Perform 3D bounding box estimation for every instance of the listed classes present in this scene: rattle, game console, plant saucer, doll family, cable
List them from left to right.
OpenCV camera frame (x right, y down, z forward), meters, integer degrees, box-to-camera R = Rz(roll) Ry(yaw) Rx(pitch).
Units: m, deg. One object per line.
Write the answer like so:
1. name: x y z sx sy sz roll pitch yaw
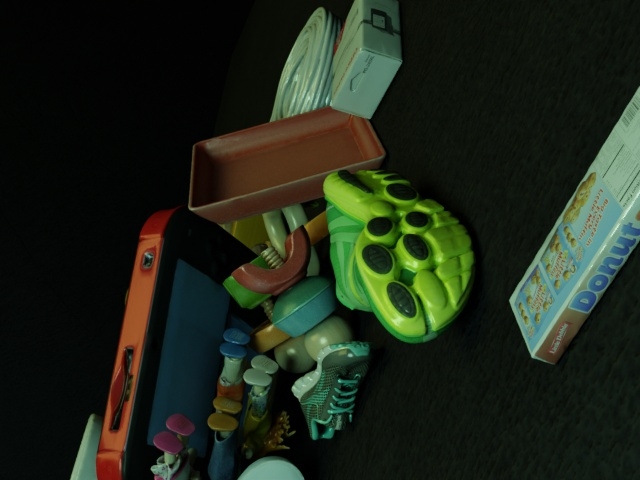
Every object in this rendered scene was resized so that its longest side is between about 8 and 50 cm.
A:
1. game console: -0.152 0.176 1.155 0.342 0.060 0.387 38 -126 -56
2. doll family: -0.105 0.244 1.026 0.263 0.118 0.163 -56 -22 -52
3. plant saucer: -0.049 -0.107 1.190 0.259 0.258 0.048 -105 -1 -63
4. cable: -0.011 -0.252 1.436 0.257 0.089 0.257 125 157 -51
5. rattle: 0.000 0.000 1.241 0.130 0.142 0.200 -45 68 49

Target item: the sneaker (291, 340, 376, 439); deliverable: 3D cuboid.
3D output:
1. sneaker: 0.021 0.165 0.931 0.166 0.064 0.076 119 145 -53

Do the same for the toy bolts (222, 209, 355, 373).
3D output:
1. toy bolts: -0.004 0.066 1.066 0.218 0.159 0.228 -35 0 -6

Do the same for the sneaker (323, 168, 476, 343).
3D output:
1. sneaker: 0.072 0.022 0.823 0.295 0.109 0.124 -111 16 -65

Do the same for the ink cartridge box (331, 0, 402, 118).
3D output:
1. ink cartridge box: 0.063 -0.260 1.199 0.109 0.063 0.151 120 160 -44

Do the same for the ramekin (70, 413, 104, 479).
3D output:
1. ramekin: -0.316 0.409 1.282 0.277 0.135 0.277 -164 90 -77

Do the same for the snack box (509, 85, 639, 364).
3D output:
1. snack box: 0.177 -0.007 0.553 0.064 0.022 0.178 -97 27 -56

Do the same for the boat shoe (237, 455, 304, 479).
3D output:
1. boat shoe: -0.087 0.388 1.003 0.102 0.108 0.302 -153 72 -75

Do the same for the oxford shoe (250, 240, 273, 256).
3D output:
1. oxford shoe: -0.146 0.163 1.404 0.130 0.132 0.364 141 143 -68

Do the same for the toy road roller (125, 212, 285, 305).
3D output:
1. toy road roller: -0.218 0.061 1.576 0.202 0.240 0.330 161 123 -73
